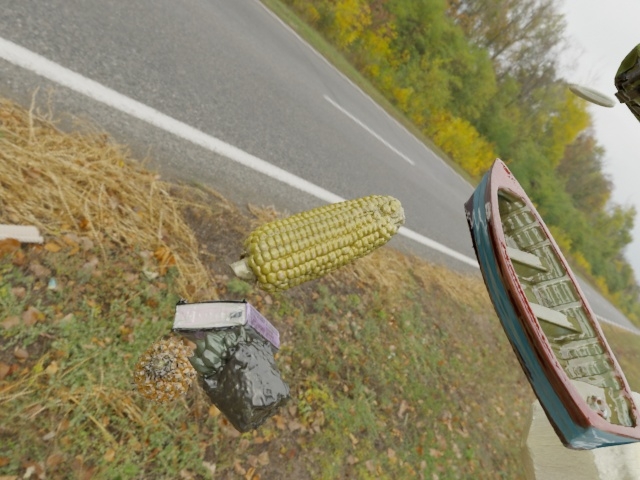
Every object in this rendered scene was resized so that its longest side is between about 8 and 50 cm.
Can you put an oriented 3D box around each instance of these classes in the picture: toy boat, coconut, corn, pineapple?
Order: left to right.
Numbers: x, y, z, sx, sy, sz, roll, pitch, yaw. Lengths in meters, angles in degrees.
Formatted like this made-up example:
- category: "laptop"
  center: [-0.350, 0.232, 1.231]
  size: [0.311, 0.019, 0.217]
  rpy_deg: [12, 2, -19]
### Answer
- category: "pineapple"
  center: [-0.407, 0.325, 1.146]
  size: [0.161, 0.176, 0.137]
  rpy_deg: [34, -24, 13]
- category: "corn"
  center: [0.000, 0.000, 0.838]
  size: [0.130, 0.346, 0.130]
  rpy_deg: [159, -90, -74]
- category: "toy boat"
  center: [0.252, 0.045, 0.546]
  size: [0.136, 0.079, 0.392]
  rpy_deg: [19, 42, -22]
- category: "coconut"
  center: [0.464, 0.375, 0.756]
  size: [0.237, 0.266, 0.237]
  rpy_deg: [8, 68, -21]

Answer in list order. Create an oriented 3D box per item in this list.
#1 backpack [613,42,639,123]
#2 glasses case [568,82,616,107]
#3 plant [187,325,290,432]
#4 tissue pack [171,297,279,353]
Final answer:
- category: "backpack"
  center: [0.434, -0.152, 0.461]
  size: [0.207, 0.140, 0.253]
  rpy_deg: [49, 2, -13]
- category: "glasses case"
  center: [0.483, -0.258, 0.799]
  size: [0.083, 0.021, 0.032]
  rpy_deg: [26, 20, 3]
- category: "plant"
  center: [-0.151, 0.248, 0.846]
  size: [0.194, 0.132, 0.129]
  rpy_deg: [49, 7, 21]
- category: "tissue pack"
  center: [-0.305, 0.306, 1.539]
  size: [0.361, 0.259, 0.122]
  rpy_deg: [69, 19, -60]
